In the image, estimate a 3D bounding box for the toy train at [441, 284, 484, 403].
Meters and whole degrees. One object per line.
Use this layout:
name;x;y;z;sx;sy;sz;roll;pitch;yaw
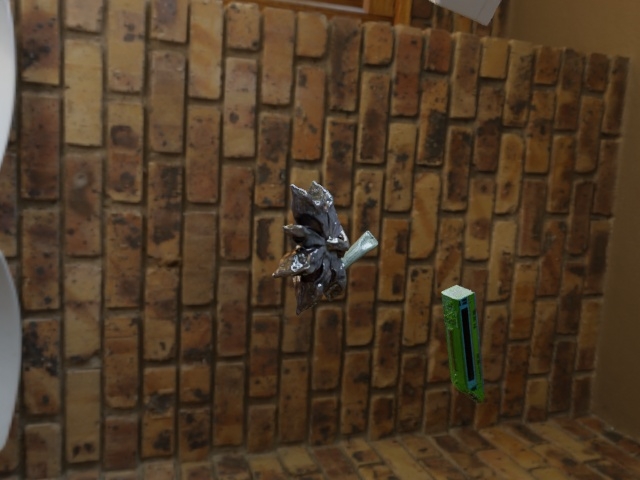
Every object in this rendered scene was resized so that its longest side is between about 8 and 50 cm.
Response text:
toy train;0.227;0.178;0.957;0.044;0.042;0.209;25;-51;60

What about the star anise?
star anise;-0.001;-0.001;1.003;0.230;0.081;0.262;69;29;-23

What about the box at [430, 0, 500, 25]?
box;0.188;-0.483;0.901;0.274;0.116;0.203;55;-52;40

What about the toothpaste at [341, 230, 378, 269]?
toothpaste;0.074;0.048;1.566;0.048;0.197;0.029;49;-24;2
